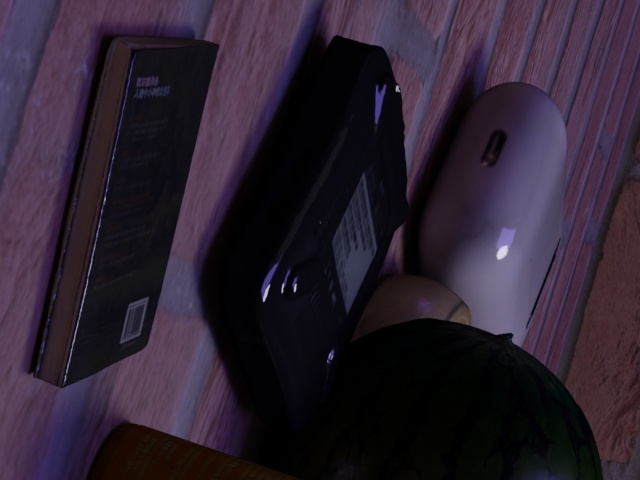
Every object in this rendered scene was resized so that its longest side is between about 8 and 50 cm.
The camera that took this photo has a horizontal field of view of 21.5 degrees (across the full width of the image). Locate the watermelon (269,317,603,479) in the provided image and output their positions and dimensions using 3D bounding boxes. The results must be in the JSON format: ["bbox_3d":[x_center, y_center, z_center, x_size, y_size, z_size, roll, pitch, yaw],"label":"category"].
[{"bbox_3d":[0.114,0.254,1.669,0.363,0.363,0.363,16,90,-74],"label":"watermelon"}]

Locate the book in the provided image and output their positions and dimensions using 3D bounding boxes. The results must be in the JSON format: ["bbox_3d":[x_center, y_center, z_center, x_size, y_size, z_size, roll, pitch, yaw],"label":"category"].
[{"bbox_3d":[-0.127,-0.024,1.137,0.160,0.024,0.228,-20,125,-72],"label":"book"}]

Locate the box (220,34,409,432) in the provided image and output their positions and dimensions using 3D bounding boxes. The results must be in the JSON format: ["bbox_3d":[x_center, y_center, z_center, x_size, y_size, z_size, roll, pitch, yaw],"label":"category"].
[{"bbox_3d":[0.000,0.000,1.502,0.290,0.073,0.289,79,31,-58],"label":"box"}]

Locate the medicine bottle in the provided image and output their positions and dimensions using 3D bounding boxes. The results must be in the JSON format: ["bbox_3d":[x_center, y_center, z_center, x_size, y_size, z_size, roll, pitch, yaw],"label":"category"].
[{"bbox_3d":[-0.072,0.208,1.248,0.096,0.192,0.096,18,90,-74],"label":"medicine bottle"}]

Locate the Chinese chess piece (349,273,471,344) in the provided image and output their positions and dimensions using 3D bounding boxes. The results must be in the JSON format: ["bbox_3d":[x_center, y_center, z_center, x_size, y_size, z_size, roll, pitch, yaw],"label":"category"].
[{"bbox_3d":[0.091,0.163,1.937,0.251,0.097,0.251,17,90,-74],"label":"Chinese chess piece"}]

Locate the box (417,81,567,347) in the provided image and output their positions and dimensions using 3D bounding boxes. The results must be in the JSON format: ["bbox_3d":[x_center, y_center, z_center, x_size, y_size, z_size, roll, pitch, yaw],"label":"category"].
[{"bbox_3d":[0.217,-0.009,2.108,0.349,0.141,0.289,83,27,-55],"label":"box"}]
